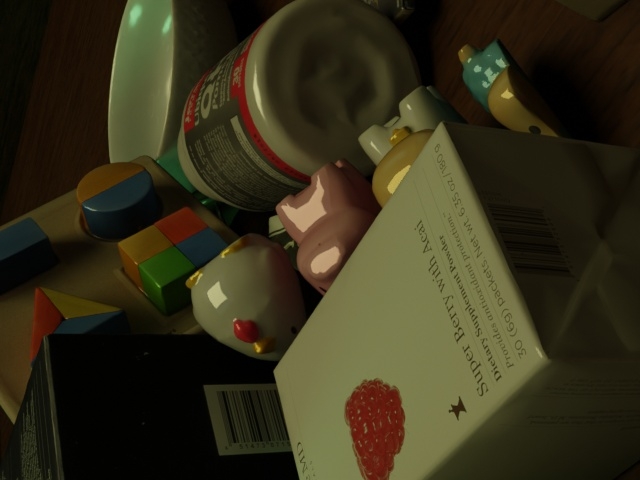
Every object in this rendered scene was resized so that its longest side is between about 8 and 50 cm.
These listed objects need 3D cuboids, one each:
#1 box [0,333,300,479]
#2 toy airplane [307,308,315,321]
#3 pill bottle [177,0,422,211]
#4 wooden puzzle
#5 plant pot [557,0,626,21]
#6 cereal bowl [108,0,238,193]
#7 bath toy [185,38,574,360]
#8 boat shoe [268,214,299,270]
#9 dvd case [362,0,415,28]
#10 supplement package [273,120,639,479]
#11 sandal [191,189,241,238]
[{"bbox_3d":[-0.115,0.245,0.895,0.312,0.343,0.179,-59,38,41],"label":"box"},{"bbox_3d":[-0.038,0.121,1.028,0.151,0.028,0.151,-54,-2,-3],"label":"toy airplane"},{"bbox_3d":[-0.044,-0.125,0.992,0.318,0.176,0.176,165,108,-64],"label":"pill bottle"},{"bbox_3d":[-0.258,0.027,1.062,0.348,0.322,0.080,37,147,40],"label":"wooden puzzle"},{"bbox_3d":[0.181,-0.233,0.654,0.109,0.096,0.109,-37,53,56],"label":"plant pot"},{"bbox_3d":[-0.199,-0.216,1.362,0.339,0.141,0.339,-18,70,61],"label":"cereal bowl"},{"bbox_3d":[0.037,-0.007,0.760,0.348,0.151,0.129,-38,89,25],"label":"bath toy"},{"bbox_3d":[0.000,0.000,1.012,0.219,0.078,0.070,161,112,-70],"label":"boat shoe"},{"bbox_3d":[0.044,-0.269,0.989,0.221,0.018,0.164,146,124,-68],"label":"dvd case"},{"bbox_3d":[0.111,0.088,0.655,0.293,0.175,0.177,-58,38,43],"label":"supplement package"},{"bbox_3d":[-0.153,0.011,1.300,0.086,0.120,0.303,50,138,17],"label":"sandal"}]
